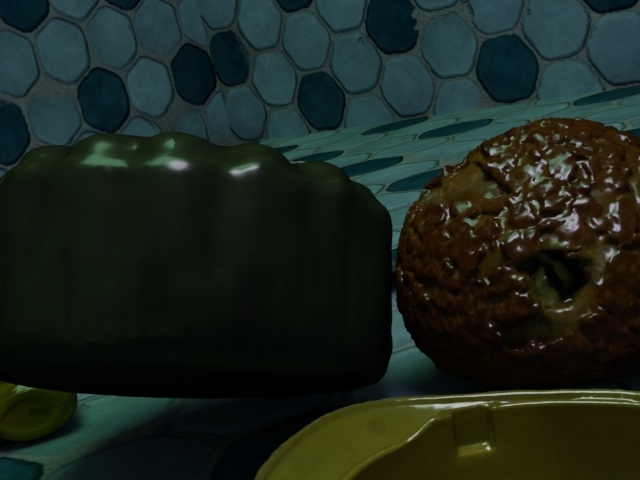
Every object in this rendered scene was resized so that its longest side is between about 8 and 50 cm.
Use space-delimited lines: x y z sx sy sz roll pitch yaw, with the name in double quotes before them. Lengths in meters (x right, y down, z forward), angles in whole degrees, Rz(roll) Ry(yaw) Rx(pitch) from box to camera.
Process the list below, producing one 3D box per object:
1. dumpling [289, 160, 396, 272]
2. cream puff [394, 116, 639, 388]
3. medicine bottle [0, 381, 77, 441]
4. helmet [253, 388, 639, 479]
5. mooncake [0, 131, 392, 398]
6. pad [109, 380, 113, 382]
"dumpling" 0.001 -0.005 1.447 0.227 0.175 0.243 15 19 5
"cream puff" 0.198 0.000 1.021 0.303 0.212 0.303 -16 7 2
"medicine bottle" -0.317 0.152 1.277 0.095 0.064 0.260 -15 12 -13
"helmet" 0.104 0.161 0.522 0.257 0.140 0.205 -3 14 24
"mooncake" -0.111 0.030 1.008 0.356 0.194 0.356 0 -12 0
"pad" -0.011 0.162 0.876 0.323 0.055 0.250 4 13 2
